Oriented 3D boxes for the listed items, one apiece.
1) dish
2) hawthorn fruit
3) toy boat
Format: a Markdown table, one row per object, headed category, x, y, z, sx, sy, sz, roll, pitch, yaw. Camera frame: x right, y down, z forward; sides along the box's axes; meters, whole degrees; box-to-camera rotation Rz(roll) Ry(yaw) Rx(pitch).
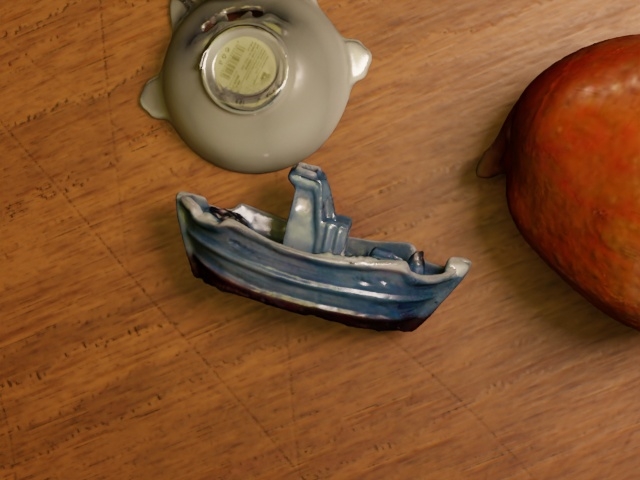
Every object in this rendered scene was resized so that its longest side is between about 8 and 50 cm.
| category | x | y | z | sx | sy | sz | roll | pitch | yaw |
| --- | --- | --- | --- | --- | --- | --- | --- | --- | --- |
| dish | -0.080 | -0.184 | 1.343 | 0.236 | 0.086 | 0.228 | -34 | 87 | 3 |
| hawthorn fruit | 0.326 | -0.067 | 1.229 | 0.295 | 0.295 | 0.311 | -45 | 63 | 3 |
| toy boat | 0.000 | 0.000 | 1.311 | 0.309 | 0.129 | 0.142 | 14 | 105 | 3 |
